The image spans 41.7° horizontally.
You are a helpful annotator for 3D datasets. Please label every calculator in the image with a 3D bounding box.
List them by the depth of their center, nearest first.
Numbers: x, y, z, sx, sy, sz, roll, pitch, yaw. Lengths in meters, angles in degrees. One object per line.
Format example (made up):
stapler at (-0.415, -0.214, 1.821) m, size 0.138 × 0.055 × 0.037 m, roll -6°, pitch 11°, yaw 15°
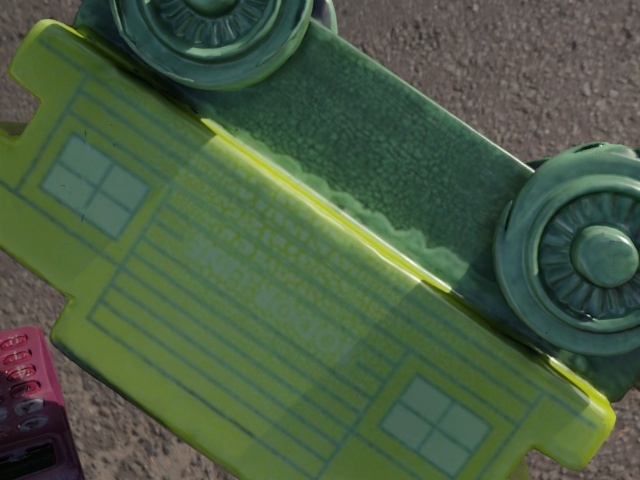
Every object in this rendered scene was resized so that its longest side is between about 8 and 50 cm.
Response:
calculator at (-0.236, 0.135, 0.579) m, size 0.126 × 0.034 × 0.190 m, roll -17°, pitch 38°, yaw -18°

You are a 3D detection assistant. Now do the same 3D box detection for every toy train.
toy train at (0.000, 0.000, 0.487) m, size 0.442 × 0.179 × 0.272 m, roll 35°, pitch 98°, yaw 3°
